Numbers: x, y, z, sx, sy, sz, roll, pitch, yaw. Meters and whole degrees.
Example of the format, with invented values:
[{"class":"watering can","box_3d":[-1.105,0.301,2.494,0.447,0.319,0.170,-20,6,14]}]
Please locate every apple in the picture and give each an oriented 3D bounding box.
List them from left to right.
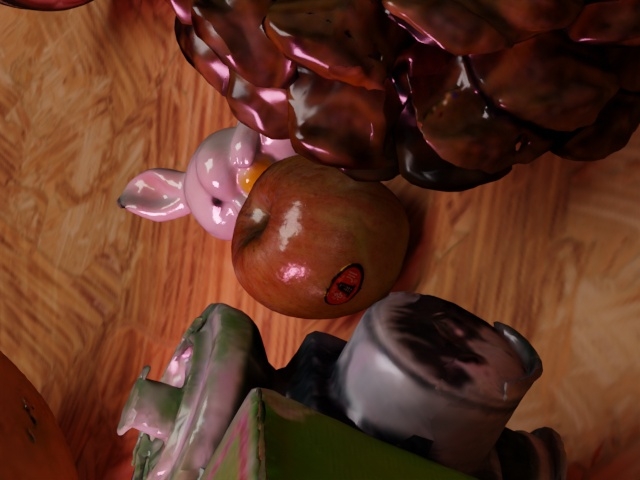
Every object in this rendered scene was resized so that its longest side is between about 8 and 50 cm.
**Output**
[{"class":"apple","box_3d":[0.000,0.000,0.871,0.084,0.071,0.084,-42,35,40]}]

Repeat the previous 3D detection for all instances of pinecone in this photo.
[{"class":"pinecone","box_3d":[0.046,-0.130,0.747,0.257,0.243,0.244,80,-167,-67]}]

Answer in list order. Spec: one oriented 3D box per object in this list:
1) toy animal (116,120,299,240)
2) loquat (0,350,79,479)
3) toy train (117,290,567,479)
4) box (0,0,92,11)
[{"class":"toy animal","box_3d":[-0.036,-0.041,0.939,0.124,0.071,0.085,-57,37,19]},{"class":"loquat","box_3d":[-0.254,0.152,0.975,0.263,0.263,0.263,-30,50,44]},{"class":"toy train","box_3d":[-0.020,0.174,0.663,0.307,0.173,0.249,-61,13,22]},{"class":"box","box_3d":[-0.137,-0.209,1.110,0.135,0.151,0.151,13,84,46]}]
